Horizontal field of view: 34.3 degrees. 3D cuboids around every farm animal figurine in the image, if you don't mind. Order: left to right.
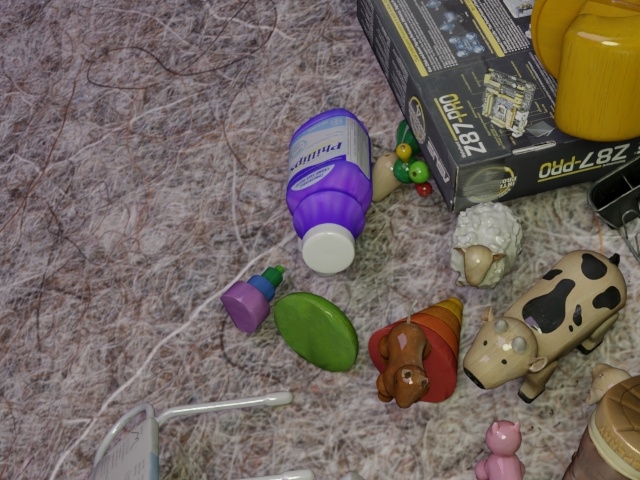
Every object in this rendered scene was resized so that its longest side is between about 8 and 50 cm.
[{"bbox_3d":[0.236,0.129,1.107,0.330,0.172,0.327,30,62,13],"label":"farm animal figurine"}]

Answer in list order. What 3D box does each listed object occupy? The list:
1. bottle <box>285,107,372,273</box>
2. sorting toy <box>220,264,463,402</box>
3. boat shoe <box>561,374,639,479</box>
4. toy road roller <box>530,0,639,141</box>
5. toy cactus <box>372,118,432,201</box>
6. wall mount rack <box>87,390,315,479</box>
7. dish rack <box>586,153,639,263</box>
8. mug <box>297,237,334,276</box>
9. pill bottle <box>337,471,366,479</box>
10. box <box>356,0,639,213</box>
[{"bbox_3d":[0.011,-0.068,1.395,0.118,0.092,0.283,-27,32,21],"label":"bottle"},{"bbox_3d":[0.042,0.093,1.359,0.365,0.127,0.126,14,46,34],"label":"sorting toy"},{"bbox_3d":[0.348,0.191,0.986,0.123,0.342,0.123,48,125,31],"label":"boat shoe"},{"bbox_3d":[0.388,-0.207,1.118,0.329,0.202,0.240,20,52,23],"label":"toy road roller"},{"bbox_3d":[0.129,-0.123,1.426,0.180,0.112,0.219,-50,28,35],"label":"toy cactus"},{"bbox_3d":[-0.171,0.300,1.280,0.304,0.130,0.350,-43,20,6],"label":"wall mount rack"},{"bbox_3d":[0.455,-0.002,1.169,0.208,0.074,0.271,-32,50,11],"label":"dish rack"},{"bbox_3d":[-0.003,0.003,1.450,0.062,0.064,0.078,-25,51,17],"label":"mug"},{"bbox_3d":[-0.036,0.397,1.159,0.283,0.161,0.161,-38,49,4],"label":"pill bottle"},{"bbox_3d":[0.253,-0.235,1.343,0.318,0.097,0.395,-13,51,-11],"label":"box"}]
